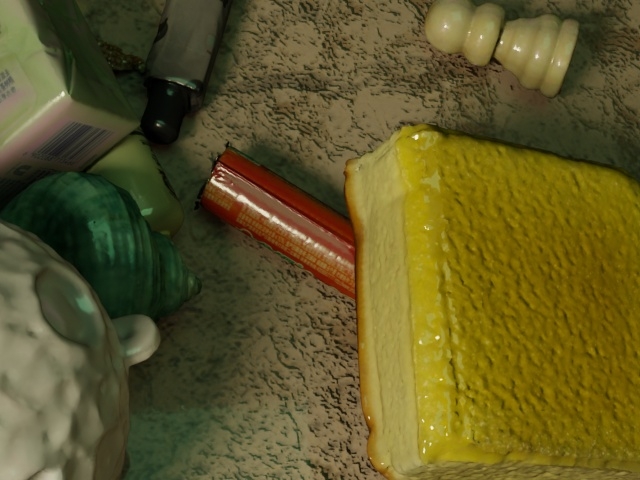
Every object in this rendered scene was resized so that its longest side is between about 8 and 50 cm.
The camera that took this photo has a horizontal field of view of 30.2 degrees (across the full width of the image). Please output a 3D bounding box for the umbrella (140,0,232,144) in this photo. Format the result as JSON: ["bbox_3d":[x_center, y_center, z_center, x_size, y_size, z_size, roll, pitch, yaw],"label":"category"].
[{"bbox_3d":[-0.134,-0.252,1.289,0.073,0.067,0.337,8,63,6],"label":"umbrella"}]

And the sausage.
[{"bbox_3d":[0.000,0.000,1.195,0.264,0.083,0.083,32,63,2],"label":"sausage"}]

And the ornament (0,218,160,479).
[{"bbox_3d":[-0.318,0.136,0.911,0.337,0.337,0.337,5,64,-10],"label":"ornament"}]

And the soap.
[{"bbox_3d":[-0.304,-0.137,1.113,0.199,0.138,0.182,-35,74,16],"label":"soap"}]

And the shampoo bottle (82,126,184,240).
[{"bbox_3d":[-0.183,-0.038,1.170,0.079,0.079,0.162,-23,72,-21],"label":"shampoo bottle"}]

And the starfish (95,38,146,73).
[{"bbox_3d":[-0.288,-0.197,1.250,0.210,0.053,0.150,4,77,-16],"label":"starfish"}]

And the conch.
[{"bbox_3d":[-0.215,0.028,1.082,0.202,0.196,0.134,24,45,0],"label":"conch"}]

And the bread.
[{"bbox_3d":[0.187,0.071,1.126,0.324,0.143,0.333,11,64,-29],"label":"bread"}]

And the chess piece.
[{"bbox_3d":[0.201,-0.230,1.345,0.171,0.094,0.094,18,63,0],"label":"chess piece"}]
